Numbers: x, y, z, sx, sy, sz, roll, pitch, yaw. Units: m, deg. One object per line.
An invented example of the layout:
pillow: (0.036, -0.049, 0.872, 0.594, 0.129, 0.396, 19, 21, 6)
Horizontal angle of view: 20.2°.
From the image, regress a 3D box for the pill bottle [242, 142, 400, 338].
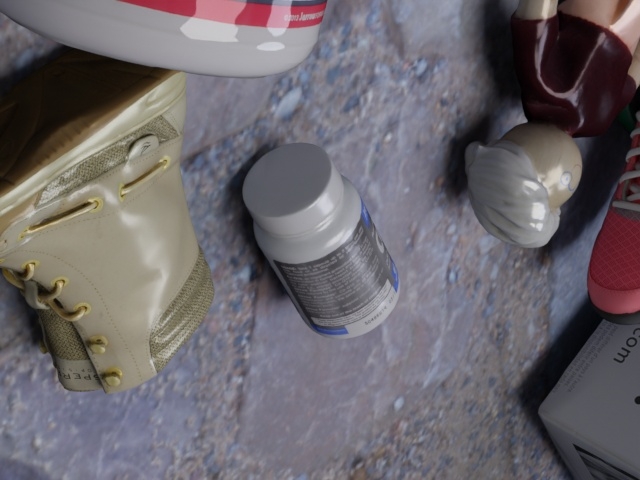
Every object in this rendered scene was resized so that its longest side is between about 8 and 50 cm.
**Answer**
pill bottle: (0.000, 0.000, 1.235, 0.078, 0.078, 0.137, -48, 141, -17)

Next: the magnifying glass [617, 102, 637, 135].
magnifying glass: (0.295, -0.092, 1.561, 0.092, 0.026, 0.231, -40, 138, -26)

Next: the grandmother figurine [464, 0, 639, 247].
grandmother figurine: (0.209, -0.155, 1.368, 0.208, 0.104, 0.342, 27, 88, -44)

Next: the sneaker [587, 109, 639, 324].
sneaker: (0.291, -0.081, 1.483, 0.136, 0.116, 0.314, 44, 70, -39)

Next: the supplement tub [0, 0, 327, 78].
supplement tub: (-0.065, -0.236, 0.928, 0.191, 0.191, 0.272, -3, 114, -48)

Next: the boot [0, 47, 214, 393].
boot: (-0.170, 0.019, 1.044, 0.262, 0.095, 0.203, -38, 137, -34)

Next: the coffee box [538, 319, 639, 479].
coffee box: (0.458, 0.173, 1.633, 0.337, 0.334, 0.338, -51, 146, -14)
